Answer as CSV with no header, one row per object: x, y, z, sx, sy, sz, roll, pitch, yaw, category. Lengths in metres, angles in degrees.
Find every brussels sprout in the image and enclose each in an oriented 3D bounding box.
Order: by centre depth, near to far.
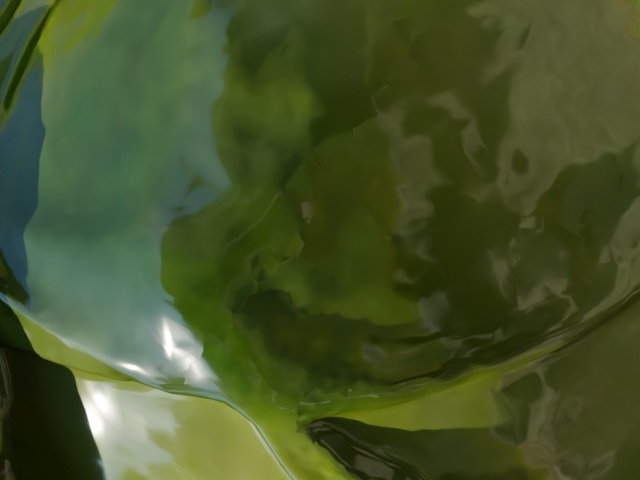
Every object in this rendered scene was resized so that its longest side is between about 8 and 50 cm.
-0.002,-0.001,0.522,0.227,0.259,0.294,46,-124,-49,brussels sprout
